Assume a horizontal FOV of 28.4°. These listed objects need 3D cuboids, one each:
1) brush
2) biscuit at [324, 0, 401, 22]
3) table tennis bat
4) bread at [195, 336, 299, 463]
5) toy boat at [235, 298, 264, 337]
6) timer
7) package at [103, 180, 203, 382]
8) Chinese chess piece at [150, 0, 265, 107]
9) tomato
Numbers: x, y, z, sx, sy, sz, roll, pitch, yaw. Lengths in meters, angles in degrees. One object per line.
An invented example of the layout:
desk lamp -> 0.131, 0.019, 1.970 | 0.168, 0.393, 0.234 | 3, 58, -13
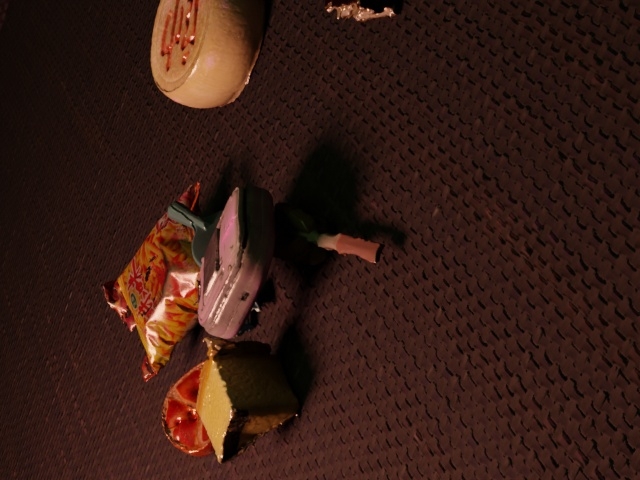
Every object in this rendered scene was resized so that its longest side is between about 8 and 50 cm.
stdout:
brush -> 0.000, 0.000, 1.764 | 0.301, 0.071, 0.084 | 14, 89, 60
biscuit -> 0.076, -0.427, 1.777 | 0.106, 0.070, 0.252 | 9, 88, 62
table tennis bat -> -0.170, -0.014, 2.009 | 0.201, 0.033, 0.124 | 28, 71, 34
bread -> -0.119, 0.233, 1.837 | 0.152, 0.127, 0.147 | -60, 37, 31
toy boat -> -0.130, 0.118, 1.969 | 0.137, 0.060, 0.061 | -37, 75, 49
timer -> -0.124, 0.028, 1.830 | 0.208, 0.069, 0.191 | -100, 31, -56
package -> -0.246, 0.070, 2.125 | 0.288, 0.108, 0.223 | -52, 44, 30
Chinese chess piece -> -0.197, -0.365, 2.198 | 0.270, 0.112, 0.270 | -25, 60, 55
tomato -> -0.167, 0.263, 1.945 | 0.155, 0.069, 0.156 | -19, 51, 25
